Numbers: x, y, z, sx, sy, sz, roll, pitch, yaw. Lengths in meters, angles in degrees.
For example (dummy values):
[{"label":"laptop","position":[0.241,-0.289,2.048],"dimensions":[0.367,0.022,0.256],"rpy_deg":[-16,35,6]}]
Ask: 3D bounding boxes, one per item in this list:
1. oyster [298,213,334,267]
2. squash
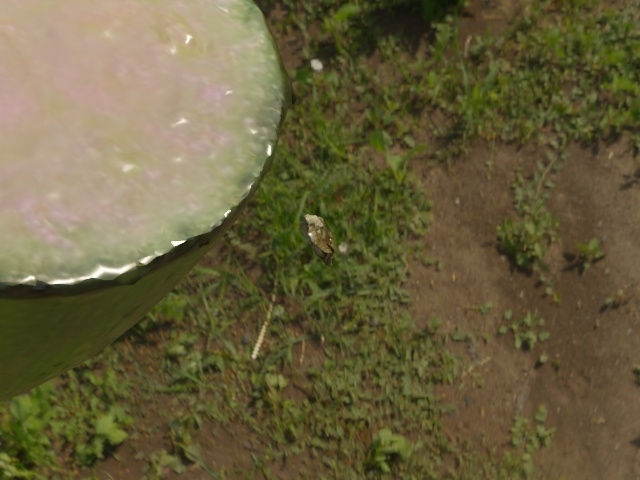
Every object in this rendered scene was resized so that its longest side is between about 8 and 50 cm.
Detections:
[{"label":"oyster","position":[-0.001,-0.002,1.089],"dimensions":[0.034,0.093,0.051],"rpy_deg":[-26,72,-3]},{"label":"squash","position":[-0.206,-0.010,0.531],"dimensions":[0.310,0.309,0.310],"rpy_deg":[14,46,-15]}]
